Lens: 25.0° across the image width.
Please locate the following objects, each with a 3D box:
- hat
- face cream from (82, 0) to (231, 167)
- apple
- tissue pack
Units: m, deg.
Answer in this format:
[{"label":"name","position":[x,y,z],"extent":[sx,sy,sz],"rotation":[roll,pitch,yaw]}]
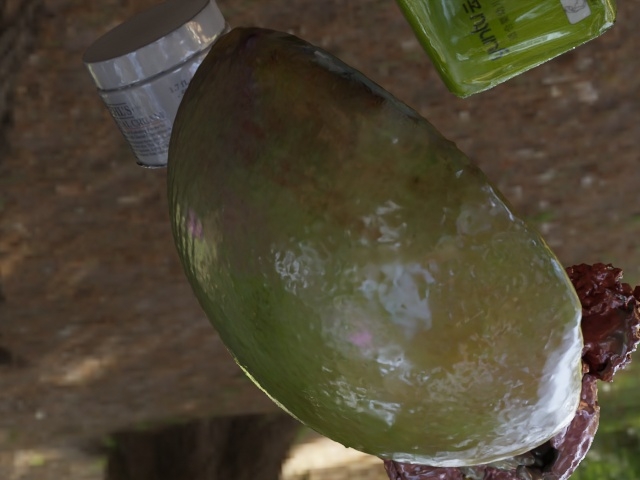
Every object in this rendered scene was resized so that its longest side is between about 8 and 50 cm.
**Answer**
[{"label":"hat","position":[0.137,0.108,1.164],"extent":[0.286,0.236,0.107],"rotation":[-30,-179,30]},{"label":"face cream","position":[-0.176,-0.193,1.741],"extent":[0.177,0.153,0.177],"rotation":[-22,-158,10]},{"label":"apple","position":[0.000,0.000,0.689],"extent":[0.120,0.265,0.193],"rotation":[-39,142,-20]},{"label":"tissue pack","position":[0.101,-0.288,1.141],"extent":[0.167,0.200,0.274],"rotation":[-24,134,11]}]
